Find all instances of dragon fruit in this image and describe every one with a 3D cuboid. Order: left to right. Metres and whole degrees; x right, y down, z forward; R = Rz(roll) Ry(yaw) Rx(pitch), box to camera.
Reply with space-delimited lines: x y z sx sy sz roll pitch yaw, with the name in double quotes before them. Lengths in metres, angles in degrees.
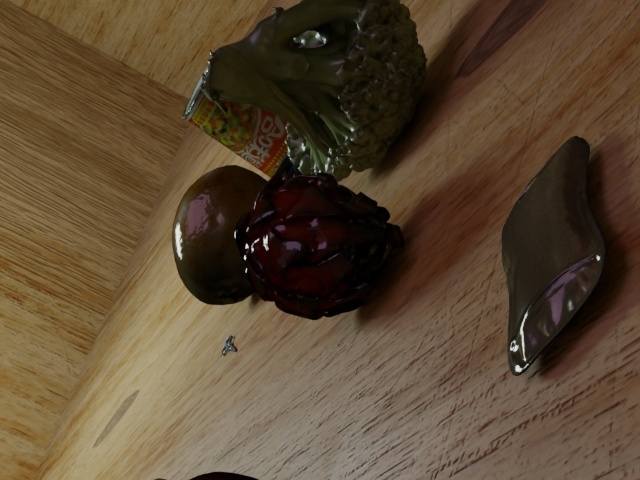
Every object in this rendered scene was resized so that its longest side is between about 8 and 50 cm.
"dragon fruit" -0.006 0.004 1.362 0.188 0.182 0.182 -54 16 35

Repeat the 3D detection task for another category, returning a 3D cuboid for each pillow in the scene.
"pillow" 0.180 0.007 0.948 0.130 0.033 0.217 -57 14 31

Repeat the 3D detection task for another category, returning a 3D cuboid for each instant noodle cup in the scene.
"instant noodle cup" -0.137 -0.233 2.216 0.193 0.212 0.193 -57 15 24

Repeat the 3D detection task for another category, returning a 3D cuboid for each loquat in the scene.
"loquat" -0.153 -0.007 1.924 0.179 0.179 0.227 179 110 -75

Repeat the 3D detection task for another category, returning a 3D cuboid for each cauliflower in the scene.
"cauliflower" -0.003 -0.234 1.574 0.260 0.281 0.326 -87 16 -69

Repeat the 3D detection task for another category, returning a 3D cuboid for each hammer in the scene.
"hammer" -0.034 -0.110 1.967 0.137 0.037 0.290 -57 14 19

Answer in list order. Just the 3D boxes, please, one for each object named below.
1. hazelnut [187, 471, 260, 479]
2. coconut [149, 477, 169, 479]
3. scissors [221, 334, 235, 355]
"hazelnut" -0.102 0.331 1.049 0.251 0.217 0.217 -57 11 -22
"coconut" -0.223 0.374 1.555 0.122 0.116 0.116 -37 28 62
"scissors" -0.144 0.171 1.886 0.036 0.006 0.083 -65 14 -4
